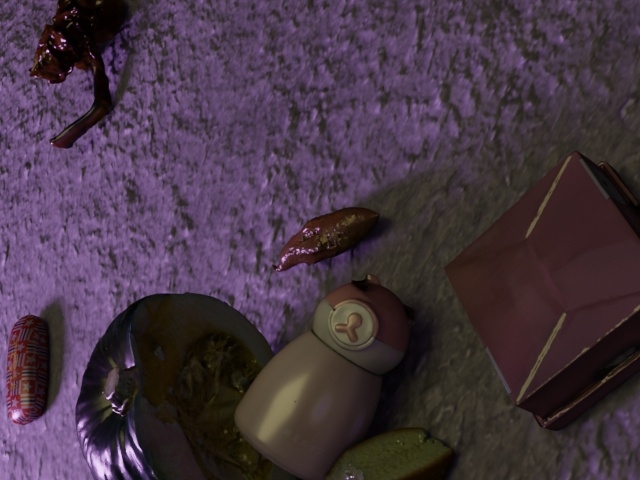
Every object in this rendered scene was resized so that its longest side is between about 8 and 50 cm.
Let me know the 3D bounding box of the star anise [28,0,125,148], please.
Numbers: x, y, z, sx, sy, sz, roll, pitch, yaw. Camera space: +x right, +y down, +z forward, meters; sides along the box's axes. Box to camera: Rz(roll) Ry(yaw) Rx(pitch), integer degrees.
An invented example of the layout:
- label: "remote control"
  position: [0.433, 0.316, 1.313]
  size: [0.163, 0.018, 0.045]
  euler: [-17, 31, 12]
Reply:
- label: "star anise"
  position: [-0.449, -0.333, 2.044]
  size: [0.237, 0.148, 0.346]
  euler: [148, 131, -60]

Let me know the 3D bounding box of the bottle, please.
- label: "bottle"
  position: [0.018, 0.152, 1.306]
  size: [0.236, 0.147, 0.147]
  euler: [-57, 41, 5]

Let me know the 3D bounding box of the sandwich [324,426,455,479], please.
- label: "sandwich"
  position: [0.042, 0.305, 1.246]
  size: [0.244, 0.088, 0.090]
  euler: [-58, 38, 8]

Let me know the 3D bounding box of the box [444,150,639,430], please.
- label: "box"
  position: [0.258, 0.047, 1.156]
  size: [0.215, 0.086, 0.215]
  euler: [-43, 46, 22]

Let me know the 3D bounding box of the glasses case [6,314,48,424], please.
- label: "glasses case"
  position: [-0.495, 0.212, 1.876]
  size: [0.073, 0.049, 0.194]
  euler: [-32, 50, 31]

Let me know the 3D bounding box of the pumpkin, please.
- label: "pumpkin"
  position: [-0.192, 0.231, 1.398]
  size: [0.197, 0.263, 0.292]
  euler: [-35, 46, 35]

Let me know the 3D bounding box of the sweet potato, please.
- label: "sweet potato"
  position: [0.000, 0.000, 1.469]
  size: [0.206, 0.060, 0.068]
  euler: [-28, 17, 47]
